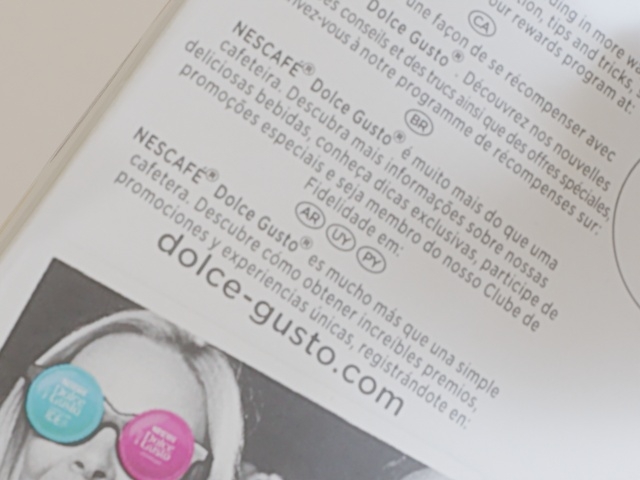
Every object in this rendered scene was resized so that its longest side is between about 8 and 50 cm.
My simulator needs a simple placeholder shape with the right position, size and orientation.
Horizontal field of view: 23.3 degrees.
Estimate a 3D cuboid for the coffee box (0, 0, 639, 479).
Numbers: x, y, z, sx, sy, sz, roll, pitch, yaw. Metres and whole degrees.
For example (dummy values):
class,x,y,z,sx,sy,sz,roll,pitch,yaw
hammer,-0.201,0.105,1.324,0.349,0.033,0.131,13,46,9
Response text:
class,x,y,z,sx,sy,sz,roll,pitch,yaw
coffee box,0.014,0.092,0.616,0.334,0.338,0.337,-56,10,-12
